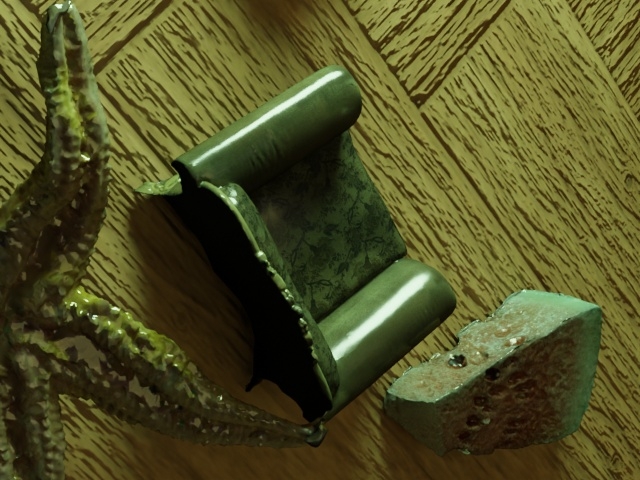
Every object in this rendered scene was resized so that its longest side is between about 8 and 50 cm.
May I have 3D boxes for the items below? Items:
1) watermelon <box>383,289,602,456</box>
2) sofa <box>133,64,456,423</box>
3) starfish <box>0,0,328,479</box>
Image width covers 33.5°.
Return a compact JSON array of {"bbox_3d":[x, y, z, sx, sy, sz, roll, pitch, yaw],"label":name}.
[{"bbox_3d":[0.176,0.152,1.104,0.241,0.094,0.154,-14,109,-32],"label":"watermelon"},{"bbox_3d":[0.000,0.000,0.909,0.200,0.182,0.258,-36,111,-29],"label":"sofa"},{"bbox_3d":[-0.208,0.101,0.786,0.398,0.132,0.384,-46,107,-15],"label":"starfish"}]
